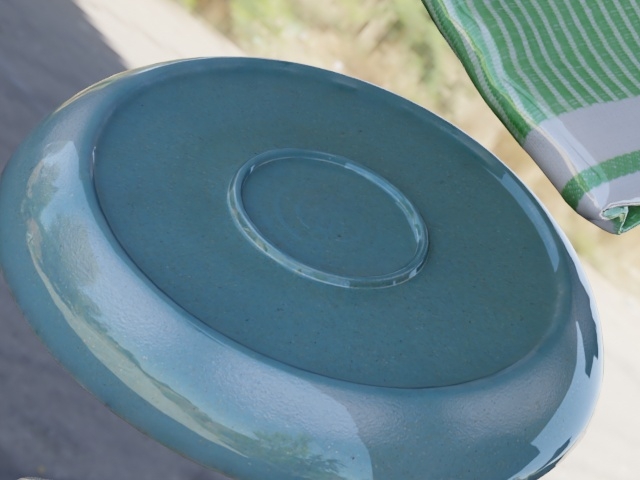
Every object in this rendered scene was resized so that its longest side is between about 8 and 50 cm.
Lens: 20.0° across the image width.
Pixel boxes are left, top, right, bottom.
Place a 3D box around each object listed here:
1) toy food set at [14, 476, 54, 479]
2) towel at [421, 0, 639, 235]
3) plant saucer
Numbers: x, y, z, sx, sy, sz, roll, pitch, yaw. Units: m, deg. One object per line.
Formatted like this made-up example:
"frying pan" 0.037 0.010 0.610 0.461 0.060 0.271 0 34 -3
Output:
"toy food set" -0.017 0.211 0.974 0.220 0.092 0.306 4 -19 30
"towel" 0.129 -0.165 0.790 0.248 0.038 0.325 -16 68 -27
"plant saucer" 0.000 0.000 0.893 0.318 0.043 0.317 15 36 -11
